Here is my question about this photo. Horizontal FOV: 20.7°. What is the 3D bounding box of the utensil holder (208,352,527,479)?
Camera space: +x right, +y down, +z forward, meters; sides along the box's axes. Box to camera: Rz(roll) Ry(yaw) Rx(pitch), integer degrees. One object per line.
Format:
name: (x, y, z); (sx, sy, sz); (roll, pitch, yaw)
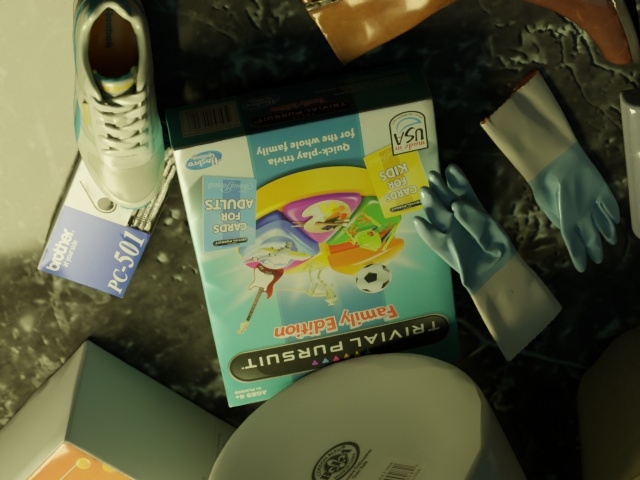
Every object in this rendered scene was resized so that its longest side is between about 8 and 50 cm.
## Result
utensil holder: (0.091, 0.354, 1.804); (0.328, 0.327, 0.385); (-17, 124, 15)

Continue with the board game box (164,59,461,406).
board game box: (0.000, 0.000, 1.775); (0.254, 0.079, 0.336); (-12, 127, -2)

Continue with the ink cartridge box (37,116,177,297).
ink cartridge box: (-0.212, -0.042, 1.801); (0.097, 0.046, 0.207); (20, 126, -12)

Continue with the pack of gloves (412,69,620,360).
pack of gloves: (0.193, -0.026, 1.764); (0.195, 0.046, 0.232); (-43, 121, -11)

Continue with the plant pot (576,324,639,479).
plant pot: (0.402, 0.255, 1.829); (0.334, 0.305, 0.334); (-2, 126, -2)

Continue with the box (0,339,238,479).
box: (-0.195, 0.308, 1.994); (0.345, 0.168, 0.215); (33, 122, -21)

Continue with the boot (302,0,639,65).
boot: (0.133, -0.220, 1.620); (0.280, 0.096, 0.264); (-24, 129, 24)

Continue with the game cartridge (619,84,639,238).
game cartridge: (0.451, -0.082, 1.738); (0.294, 0.060, 0.196); (-7, 131, 8)

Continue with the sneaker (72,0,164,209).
sneaker: (-0.196, -0.133, 1.664); (0.087, 0.092, 0.228); (-10, 112, -5)
